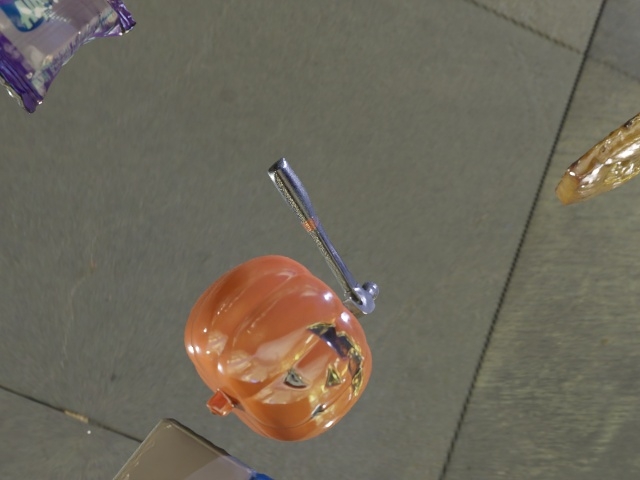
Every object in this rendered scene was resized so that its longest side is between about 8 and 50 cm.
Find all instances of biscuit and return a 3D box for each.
[{"bbox_3d":[0.465,-0.153,1.435,0.359,0.359,0.046,-28,78,-15],"label":"biscuit"}]

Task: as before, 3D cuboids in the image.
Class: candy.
[{"bbox_3d":[-0.313,-0.259,1.253,0.145,0.070,0.275,54,35,-18],"label":"candy"}]

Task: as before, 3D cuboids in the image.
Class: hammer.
[{"bbox_3d":[0.000,0.000,1.733,0.037,0.137,0.290,-27,102,22],"label":"hammer"}]

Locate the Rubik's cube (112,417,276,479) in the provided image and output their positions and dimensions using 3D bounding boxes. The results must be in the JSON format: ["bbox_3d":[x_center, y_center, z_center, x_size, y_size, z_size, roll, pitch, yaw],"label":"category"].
[{"bbox_3d":[-0.081,0.437,1.001,0.346,0.347,0.344,25,65,28],"label":"Rubik's cube"}]

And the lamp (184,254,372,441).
[{"bbox_3d":[-0.049,0.113,1.071,0.164,0.187,0.187,-42,91,-19],"label":"lamp"}]
